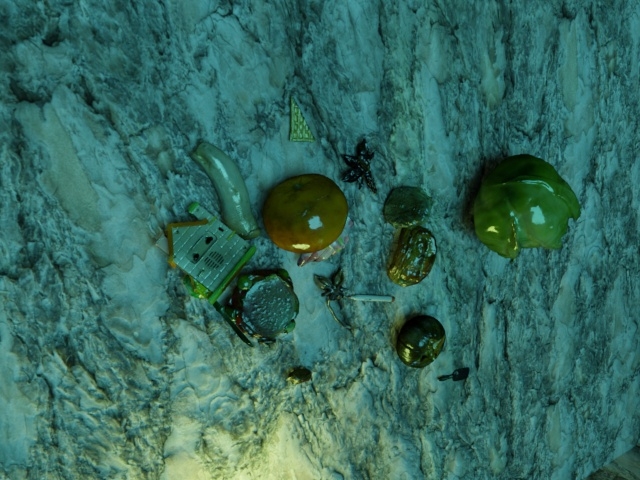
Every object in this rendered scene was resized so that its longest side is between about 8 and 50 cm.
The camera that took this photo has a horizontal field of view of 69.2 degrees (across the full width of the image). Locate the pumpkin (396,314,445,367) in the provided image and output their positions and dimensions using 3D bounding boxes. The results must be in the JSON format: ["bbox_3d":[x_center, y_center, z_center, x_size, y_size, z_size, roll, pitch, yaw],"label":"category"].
[{"bbox_3d":[0.420,0.422,1.957,0.237,0.159,0.238,-26,134,-31],"label":"pumpkin"}]

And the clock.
[{"bbox_3d":[-0.367,0.035,1.446,0.255,0.106,0.220,38,73,1],"label":"clock"}]

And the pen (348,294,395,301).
[{"bbox_3d":[0.206,0.233,1.872,0.218,0.026,0.026,6,103,-27],"label":"pen"}]

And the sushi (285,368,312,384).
[{"bbox_3d":[-0.083,0.534,1.811,0.117,0.062,0.060,14,132,-26],"label":"sushi"}]

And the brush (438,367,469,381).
[{"bbox_3d":[0.635,0.648,2.209,0.193,0.016,0.063,-2,106,-25],"label":"brush"}]

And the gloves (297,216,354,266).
[{"bbox_3d":[0.007,0.003,1.657,0.145,0.126,0.241,44,77,-34],"label":"gloves"}]

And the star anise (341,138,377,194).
[{"bbox_3d":[0.136,-0.260,1.672,0.156,0.053,0.213,-10,112,-23],"label":"star anise"}]

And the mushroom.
[{"bbox_3d":[-0.294,-0.153,1.481,0.122,0.095,0.352,-23,113,2],"label":"mushroom"}]

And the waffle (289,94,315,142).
[{"bbox_3d":[-0.060,-0.406,1.551,0.097,0.023,0.153,-6,108,-25],"label":"waffle"}]

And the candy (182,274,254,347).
[{"bbox_3d":[-0.325,0.225,1.507,0.097,0.097,0.323,-40,83,-9],"label":"candy"}]

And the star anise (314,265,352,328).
[{"bbox_3d":[0.059,0.228,1.808,0.148,0.218,0.227,-52,169,-36],"label":"star anise"}]

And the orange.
[{"bbox_3d":[-0.047,-0.087,1.510,0.283,0.284,0.226,-29,129,-15],"label":"orange"}]

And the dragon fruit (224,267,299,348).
[{"bbox_3d":[-0.199,0.219,1.616,0.268,0.130,0.295,-35,117,-12],"label":"dragon fruit"}]

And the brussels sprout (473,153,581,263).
[{"bbox_3d":[0.811,-0.153,1.856,0.425,0.342,0.361,-47,127,-18],"label":"brussels sprout"}]

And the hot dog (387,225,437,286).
[{"bbox_3d":[0.367,0.069,1.848,0.175,0.114,0.259,10,101,-26],"label":"hot dog"}]

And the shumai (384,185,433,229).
[{"bbox_3d":[0.345,-0.122,1.794,0.142,0.184,0.184,15,100,-58],"label":"shumai"}]
